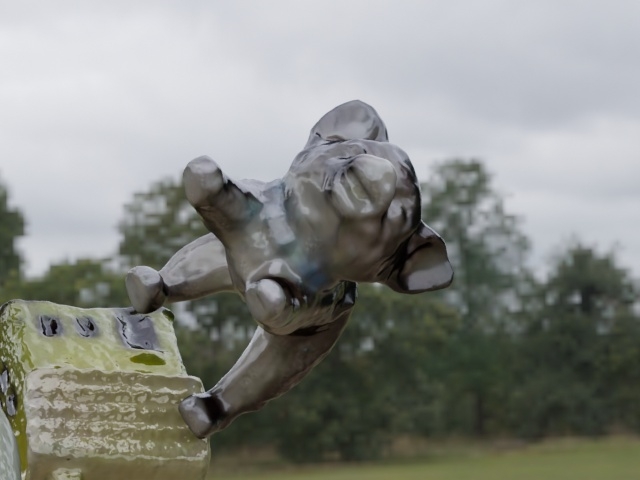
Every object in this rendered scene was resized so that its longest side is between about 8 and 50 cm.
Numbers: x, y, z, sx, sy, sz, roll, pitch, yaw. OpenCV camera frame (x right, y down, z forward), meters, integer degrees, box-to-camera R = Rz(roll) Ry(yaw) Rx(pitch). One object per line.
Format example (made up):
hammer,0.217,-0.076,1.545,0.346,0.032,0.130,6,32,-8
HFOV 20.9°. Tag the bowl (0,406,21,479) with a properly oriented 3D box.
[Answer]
bowl,-0.216,0.090,0.659,0.238,0.126,0.237,4,-43,3

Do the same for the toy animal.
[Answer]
toy animal,0.000,0.000,1.582,0.303,0.194,0.344,-25,-12,-28

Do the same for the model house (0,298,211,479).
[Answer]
model house,-0.222,0.190,1.707,0.193,0.175,0.234,7,33,-26
